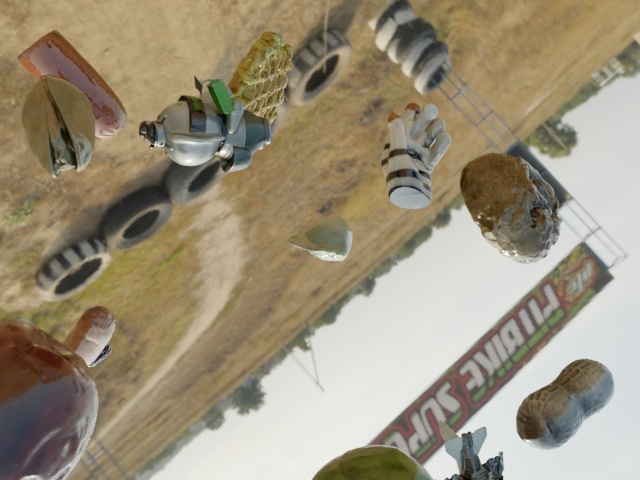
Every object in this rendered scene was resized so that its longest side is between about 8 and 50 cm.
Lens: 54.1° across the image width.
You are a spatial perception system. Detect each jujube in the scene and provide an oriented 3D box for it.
[{"bbox_3d":[-0.420,0.249,0.746,0.318,0.223,0.223,-52,177,-10],"label":"jujube"}]

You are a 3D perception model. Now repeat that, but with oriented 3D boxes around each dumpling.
[{"bbox_3d":[0.010,0.007,1.519,0.149,0.105,0.217,-31,-164,2],"label":"dumpling"}]

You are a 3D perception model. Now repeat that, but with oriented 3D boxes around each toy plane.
[{"bbox_3d":[0.228,0.381,0.919,0.159,0.234,0.082,-5,168,-37],"label":"toy plane"}]

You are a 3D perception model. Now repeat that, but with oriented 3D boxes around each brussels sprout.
[{"bbox_3d":[0.095,0.580,1.205,0.289,0.355,0.281,-12,176,-12],"label":"brussels sprout"}]

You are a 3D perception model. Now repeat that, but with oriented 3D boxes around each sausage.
[{"bbox_3d":[-0.607,0.293,1.516,0.094,0.094,0.419,-3,145,-52],"label":"sausage"},{"bbox_3d":[-0.545,-0.343,1.414,0.113,0.259,0.114,-32,-153,18],"label":"sausage"}]

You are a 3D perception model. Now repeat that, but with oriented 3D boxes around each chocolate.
[{"bbox_3d":[0.314,0.210,0.806,0.167,0.072,0.072,-29,170,-27],"label":"chocolate"}]

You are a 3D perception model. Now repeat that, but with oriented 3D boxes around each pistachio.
[{"bbox_3d":[-0.482,-0.210,1.157,0.135,0.226,0.136,-16,149,-10],"label":"pistachio"}]

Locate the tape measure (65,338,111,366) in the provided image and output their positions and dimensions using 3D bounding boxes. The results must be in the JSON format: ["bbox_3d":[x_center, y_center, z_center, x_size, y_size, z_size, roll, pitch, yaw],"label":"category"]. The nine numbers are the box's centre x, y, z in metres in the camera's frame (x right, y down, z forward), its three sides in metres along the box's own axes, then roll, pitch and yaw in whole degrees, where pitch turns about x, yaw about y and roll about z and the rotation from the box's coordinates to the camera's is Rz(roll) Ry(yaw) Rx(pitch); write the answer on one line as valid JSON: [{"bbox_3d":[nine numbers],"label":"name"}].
[{"bbox_3d":[-0.613,0.284,1.646,0.118,0.074,0.125,-28,-147,-35],"label":"tape measure"}]

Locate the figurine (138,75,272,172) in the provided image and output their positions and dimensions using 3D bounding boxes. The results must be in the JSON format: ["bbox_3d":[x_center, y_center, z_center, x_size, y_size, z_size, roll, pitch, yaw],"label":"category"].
[{"bbox_3d":[-0.169,-0.161,0.919,0.192,0.126,0.147,-7,-178,-30],"label":"figurine"}]

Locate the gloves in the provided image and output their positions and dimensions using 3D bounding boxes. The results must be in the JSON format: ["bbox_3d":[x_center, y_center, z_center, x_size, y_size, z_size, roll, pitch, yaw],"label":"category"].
[{"bbox_3d":[0.194,-0.189,1.350,0.131,0.140,0.219,123,-26,-60],"label":"gloves"}]

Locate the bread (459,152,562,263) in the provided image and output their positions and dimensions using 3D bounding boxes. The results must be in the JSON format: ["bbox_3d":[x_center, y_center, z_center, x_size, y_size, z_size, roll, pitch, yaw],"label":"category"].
[{"bbox_3d":[0.371,-0.070,1.194,0.123,0.230,0.230,-37,178,31],"label":"bread"}]

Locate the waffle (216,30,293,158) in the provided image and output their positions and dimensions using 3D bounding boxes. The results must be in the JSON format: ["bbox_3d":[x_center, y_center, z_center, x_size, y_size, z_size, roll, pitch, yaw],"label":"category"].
[{"bbox_3d":[-0.135,-0.267,1.214,0.283,0.065,0.309,-63,174,-18],"label":"waffle"}]
